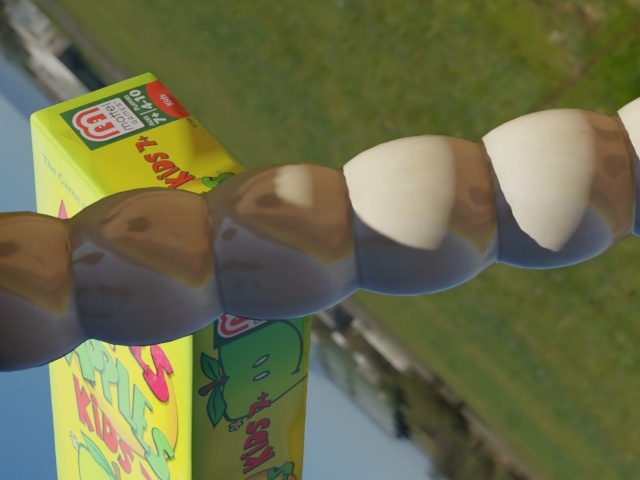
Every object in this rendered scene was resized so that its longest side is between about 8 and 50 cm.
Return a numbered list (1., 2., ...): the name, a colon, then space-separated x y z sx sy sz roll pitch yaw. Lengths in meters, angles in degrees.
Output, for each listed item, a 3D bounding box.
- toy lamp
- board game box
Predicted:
1. toy lamp: 0.000 0.000 0.342 0.080 0.274 0.080 171 90 -88
2. board game box: -0.047 0.049 0.586 0.092 0.043 0.181 46 147 37
